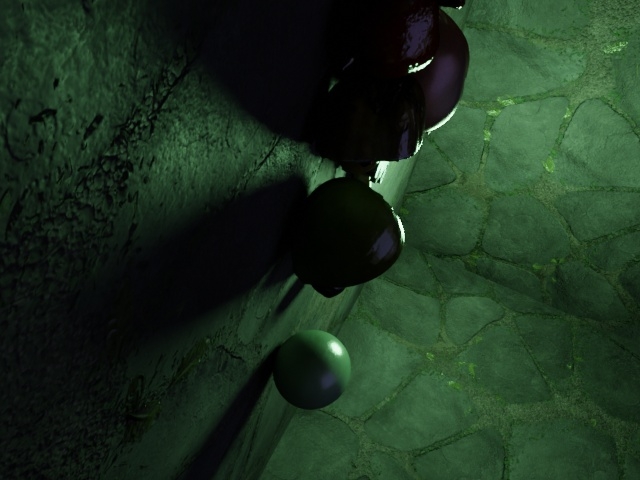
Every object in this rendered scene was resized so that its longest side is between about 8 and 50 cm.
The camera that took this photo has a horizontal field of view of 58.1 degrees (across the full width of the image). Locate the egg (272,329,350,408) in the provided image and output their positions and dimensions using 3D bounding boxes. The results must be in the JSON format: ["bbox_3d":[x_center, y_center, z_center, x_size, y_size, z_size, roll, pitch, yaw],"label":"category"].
[{"bbox_3d":[-0.030,0.459,2.058,0.389,0.275,0.276,40,74,-79],"label":"egg"}]

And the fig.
[{"bbox_3d":[0.055,-0.007,1.541,0.316,0.316,0.316,-62,168,-23],"label":"fig"}]

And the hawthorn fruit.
[{"bbox_3d":[0.131,-0.430,1.185,0.266,0.210,0.230,-50,163,-25],"label":"hawthorn fruit"}]

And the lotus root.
[{"bbox_3d":[0.117,-0.292,1.324,0.272,0.271,0.192,-52,151,-52],"label":"lotus root"}]

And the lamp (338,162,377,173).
[{"bbox_3d":[0.107,-0.252,1.602,0.136,0.136,0.136,-62,168,-23],"label":"lamp"}]

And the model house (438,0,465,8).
[{"bbox_3d":[0.263,-0.641,1.362,0.254,0.195,0.160,-45,148,-65],"label":"model house"}]

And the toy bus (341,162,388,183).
[{"bbox_3d":[0.150,-0.266,1.807,0.256,0.128,0.147,-21,132,-78],"label":"toy bus"}]

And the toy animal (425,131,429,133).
[{"bbox_3d":[0.299,-0.496,1.834,0.237,0.269,0.327,-44,124,-64],"label":"toy animal"}]

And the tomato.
[{"bbox_3d":[0.257,-0.459,1.520,0.342,0.272,0.341,-61,168,-22],"label":"tomato"}]

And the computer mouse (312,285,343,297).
[{"bbox_3d":[0.026,0.141,2.035,0.096,0.137,0.233,-50,168,16],"label":"computer mouse"}]

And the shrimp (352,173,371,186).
[{"bbox_3d":[0.161,-0.232,2.069,0.317,0.077,0.168,99,16,-44],"label":"shrimp"}]
